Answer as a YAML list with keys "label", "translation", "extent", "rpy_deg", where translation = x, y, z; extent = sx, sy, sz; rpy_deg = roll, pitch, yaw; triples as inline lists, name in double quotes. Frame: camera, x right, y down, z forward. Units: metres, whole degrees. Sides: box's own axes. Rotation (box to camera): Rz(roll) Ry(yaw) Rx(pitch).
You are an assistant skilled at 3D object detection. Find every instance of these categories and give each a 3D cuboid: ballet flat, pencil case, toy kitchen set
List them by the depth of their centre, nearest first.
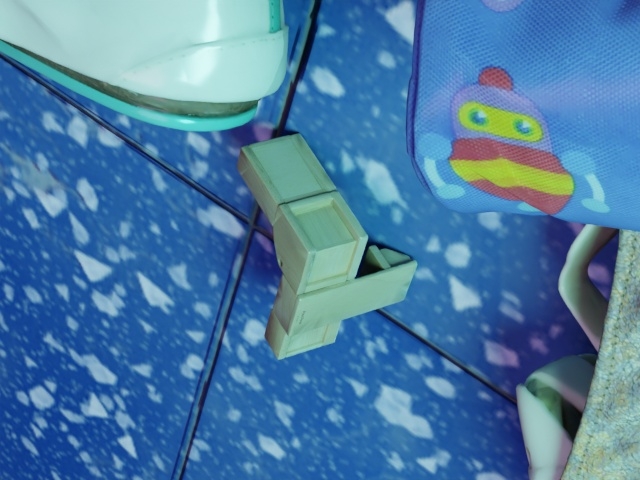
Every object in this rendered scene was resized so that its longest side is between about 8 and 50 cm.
- label: "pencil case"
  translation: [0.177, -0.057, 0.541]
  extent: [0.306, 0.133, 0.119]
  rpy_deg: [7, 128, 27]
- label: "ballet flat"
  translation: [0.144, 0.062, 0.730]
  extent: [0.106, 0.107, 0.316]
  rpy_deg: [37, 134, 30]
- label: "ballet flat"
  translation: [-0.186, -0.168, 0.803]
  extent: [0.400, 0.139, 0.139]
  rpy_deg: [19, 134, 22]
- label: "toy kitchen set"
  translation: [0.000, 0.000, 0.838]
  extent: [0.075, 0.068, 0.083]
  rpy_deg: [57, 149, 31]
